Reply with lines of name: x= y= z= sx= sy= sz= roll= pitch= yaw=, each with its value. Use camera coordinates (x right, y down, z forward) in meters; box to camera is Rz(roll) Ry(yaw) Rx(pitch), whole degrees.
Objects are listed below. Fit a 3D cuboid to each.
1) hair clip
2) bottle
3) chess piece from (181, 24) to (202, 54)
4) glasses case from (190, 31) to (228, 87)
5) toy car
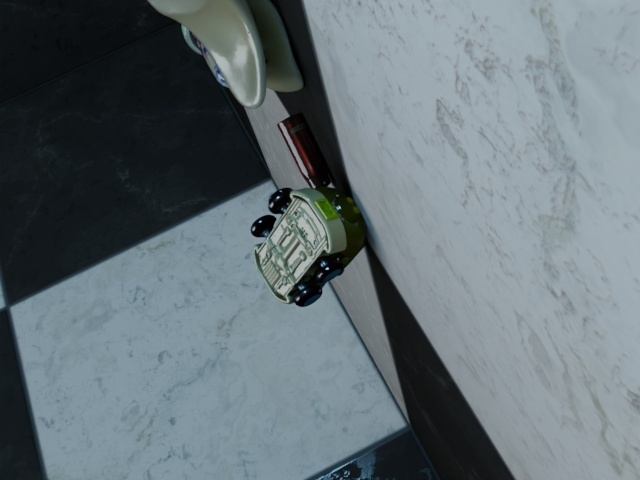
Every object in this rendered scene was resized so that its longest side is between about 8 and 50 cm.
hair clip: x=-0.139 y=-0.344 z=1.185 sx=0.172 sy=0.113 sz=0.282 roll=-5 pitch=128 yaw=50
bottle: x=-0.032 y=-0.179 z=1.469 sx=0.164 sy=0.060 sz=0.060 roll=64 pitch=175 yaw=-3
chess piece: x=-0.278 y=-0.578 z=1.754 sx=0.272 sy=0.139 sz=0.139 roll=-104 pitch=-6 yaw=-47
glasses case: x=-0.211 y=-0.455 z=1.517 sx=0.076 sy=0.125 sz=0.327 roll=90 pitch=155 yaw=-60
toy car: x=0.000 y=0.000 z=1.405 sx=0.204 sy=0.198 sz=0.248 roll=56 pitch=135 yaw=19
